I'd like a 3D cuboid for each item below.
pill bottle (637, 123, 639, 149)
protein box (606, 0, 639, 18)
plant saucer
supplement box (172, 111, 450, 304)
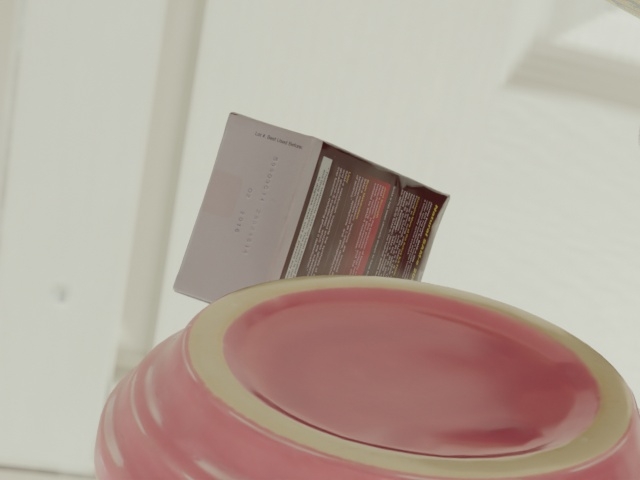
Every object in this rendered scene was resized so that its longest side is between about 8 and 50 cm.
[{"bbox_3d":[0.311,-0.120,1.524,0.117,0.215,0.117,12,163,4],"label":"pill bottle"},{"bbox_3d":[0.249,-0.251,1.318,0.201,0.199,0.136,19,-178,-41],"label":"protein box"},{"bbox_3d":[0.044,0.105,1.101,0.332,0.084,0.332,8,-159,-3],"label":"plant saucer"},{"bbox_3d":[0.000,0.000,1.403,0.073,0.130,0.239,18,179,28],"label":"supplement box"}]
